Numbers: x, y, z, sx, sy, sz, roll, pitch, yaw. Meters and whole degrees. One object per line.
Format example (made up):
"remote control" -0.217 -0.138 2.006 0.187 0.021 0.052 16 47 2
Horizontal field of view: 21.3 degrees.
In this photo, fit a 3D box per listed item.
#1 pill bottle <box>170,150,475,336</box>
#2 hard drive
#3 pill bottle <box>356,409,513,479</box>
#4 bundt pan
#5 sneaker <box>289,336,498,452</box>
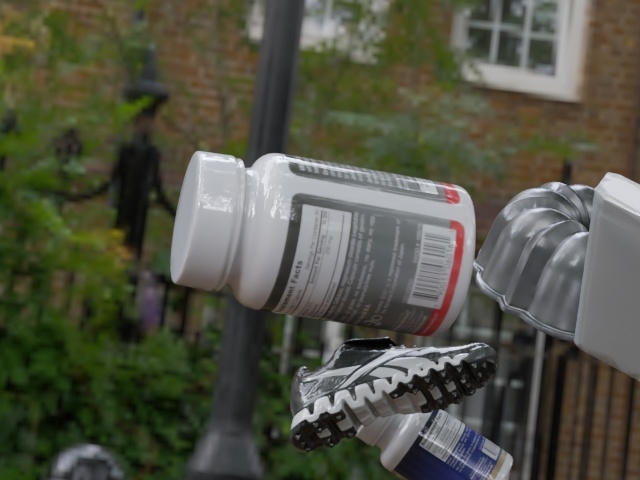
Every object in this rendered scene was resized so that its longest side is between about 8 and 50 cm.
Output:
"pill bottle" 0.000 0.000 1.722 0.283 0.161 0.161 10 -7 -13
"hard drive" 0.384 0.069 1.877 0.203 0.040 0.307 29 -29 21
"pill bottle" 0.128 0.243 1.967 0.169 0.094 0.094 34 -7 2
"bundt pan" 0.368 0.023 2.211 0.331 0.124 0.331 11 23 -5
"sneaker" 0.069 0.138 1.806 0.234 0.106 0.078 -20 -39 7
